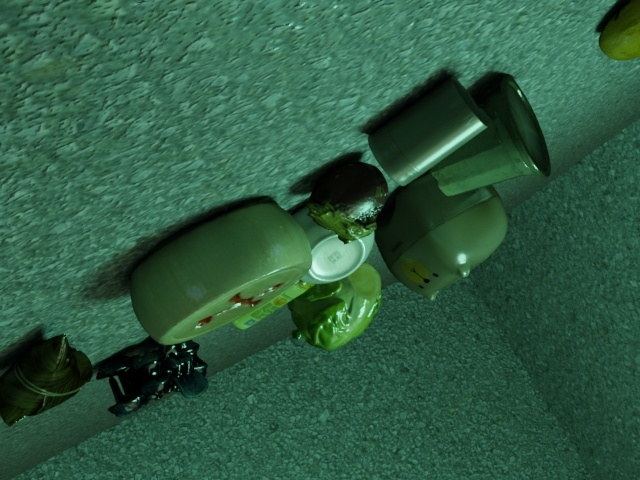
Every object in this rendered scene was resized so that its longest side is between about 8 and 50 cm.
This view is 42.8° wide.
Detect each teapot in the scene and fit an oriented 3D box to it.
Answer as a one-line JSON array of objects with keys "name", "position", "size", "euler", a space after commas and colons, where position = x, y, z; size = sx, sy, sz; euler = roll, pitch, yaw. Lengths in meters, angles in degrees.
[{"name": "teapot", "position": [0.000, 0.000, 1.713], "size": [0.298, 0.139, 0.204], "euler": [-31, 138, 4]}]

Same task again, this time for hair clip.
[{"name": "hair clip", "position": [-0.416, 0.346, 2.130], "size": [0.206, 0.194, 0.310], "euler": [-28, 174, 29]}]

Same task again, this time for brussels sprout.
[{"name": "brussels sprout", "position": [0.019, 0.156, 2.195], "size": [0.294, 0.259, 0.227], "euler": [-34, 170, 35]}]

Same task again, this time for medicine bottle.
[{"name": "medicine bottle", "position": [-0.125, 0.110, 1.973], "size": [0.239, 0.124, 0.124], "euler": [-35, 169, 20]}]

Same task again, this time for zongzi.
[{"name": "zongzi", "position": [-0.483, 0.230, 1.582], "size": [0.241, 0.111, 0.248], "euler": [-41, 172, 22]}]

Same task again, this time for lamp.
[{"name": "lamp", "position": [0.058, -0.070, 1.535], "size": [0.157, 0.135, 0.156], "euler": [-34, 170, 9]}]

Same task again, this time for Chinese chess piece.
[{"name": "Chinese chess piece", "position": [-0.180, 0.061, 1.487], "size": [0.338, 0.140, 0.338], "euler": [-30, 170, -6]}]

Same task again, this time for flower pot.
[{"name": "flower pot", "position": [0.315, -0.193, 1.597], "size": [0.203, 0.212, 0.212], "euler": [-18, 177, 27]}]

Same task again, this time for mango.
[{"name": "mango", "position": [0.623, -0.411, 1.556], "size": [0.157, 0.109, 0.262], "euler": [-33, 172, -9]}]

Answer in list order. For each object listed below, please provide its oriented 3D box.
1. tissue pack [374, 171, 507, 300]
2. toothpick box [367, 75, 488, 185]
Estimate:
[{"name": "tissue pack", "position": [0.317, -0.020, 2.153], "size": [0.267, 0.276, 0.387], "euler": [-29, 172, -21]}, {"name": "toothpick box", "position": [0.181, -0.185, 1.397], "size": [0.181, 0.111, 0.111], "euler": [-35, 169, 21]}]
